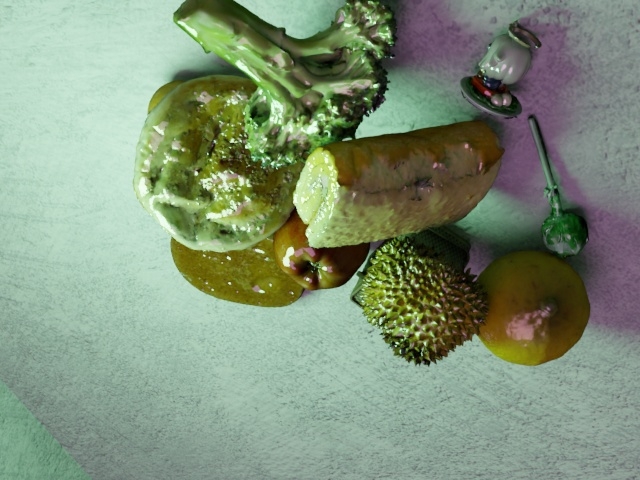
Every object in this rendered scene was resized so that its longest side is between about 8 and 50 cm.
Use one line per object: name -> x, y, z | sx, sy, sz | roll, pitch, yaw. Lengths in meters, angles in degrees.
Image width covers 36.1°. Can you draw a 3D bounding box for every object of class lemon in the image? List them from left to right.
lemon -> 0.436, 0.141, 2.071 | 0.245, 0.245, 0.320 | 28, 176, -2

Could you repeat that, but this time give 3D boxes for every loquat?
loquat -> -0.308, -0.275, 2.128 | 0.141, 0.141, 0.141 | 14, 137, 14

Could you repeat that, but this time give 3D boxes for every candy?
candy -> 0.458, -0.106, 1.961 | 0.097, 0.097, 0.323 | -6, 121, 31

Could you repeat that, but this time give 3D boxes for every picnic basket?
picnic basket -> 0.198, 0.073, 2.213 | 0.165, 0.139, 0.267 | 34, 138, -9

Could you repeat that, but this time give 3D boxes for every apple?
apple -> 0.001, 0.001, 2.180 | 0.234, 0.234, 0.234 | 14, 137, 14

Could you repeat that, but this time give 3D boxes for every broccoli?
broccoli -> -0.090, -0.304, 1.833 | 0.397, 0.275, 0.353 | -3, 112, -22

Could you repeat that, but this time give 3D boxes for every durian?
durian -> 0.195, 0.121, 1.983 | 0.258, 0.258, 0.293 | 54, 172, -27

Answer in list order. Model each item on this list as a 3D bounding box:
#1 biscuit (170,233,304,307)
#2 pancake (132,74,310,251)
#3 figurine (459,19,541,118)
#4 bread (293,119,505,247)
biscuit -> -0.205, 0.035, 2.442 | 0.367, 0.063, 0.314 | 9, 133, 20
pancake -> -0.206, -0.159, 2.064 | 0.386, 0.082, 0.387 | -1, 100, -5
figurine -> 0.340, -0.314, 1.781 | 0.132, 0.132, 0.154 | 26, 125, 1
bread -> 0.155, -0.113, 1.897 | 0.375, 0.165, 0.236 | -10, 152, -26
